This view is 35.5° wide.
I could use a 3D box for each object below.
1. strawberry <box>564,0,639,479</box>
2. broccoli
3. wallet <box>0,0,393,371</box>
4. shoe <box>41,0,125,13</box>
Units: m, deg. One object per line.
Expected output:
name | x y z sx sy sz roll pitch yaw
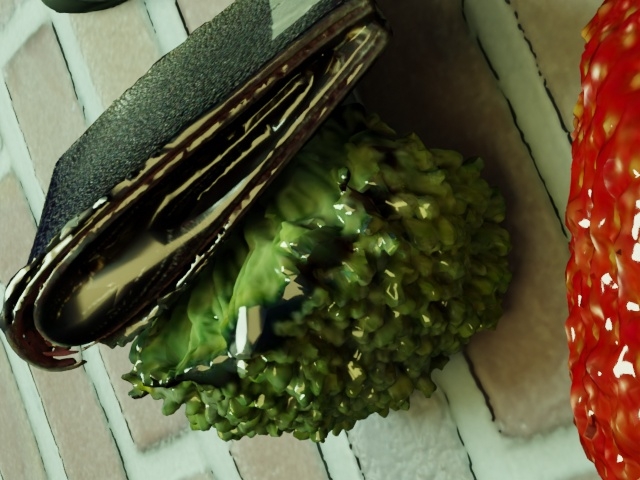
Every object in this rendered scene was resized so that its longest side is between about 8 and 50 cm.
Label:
strawberry | 0.191 0.002 0.364 0.250 0.238 0.288 -39 57 27
broccoli | 0.008 0.016 0.624 0.242 0.273 0.180 -32 121 33
wallet | -0.072 -0.065 0.585 0.262 0.221 0.071 -43 111 14
shoe | -0.167 -0.232 0.749 0.241 0.093 0.108 4 102 41
